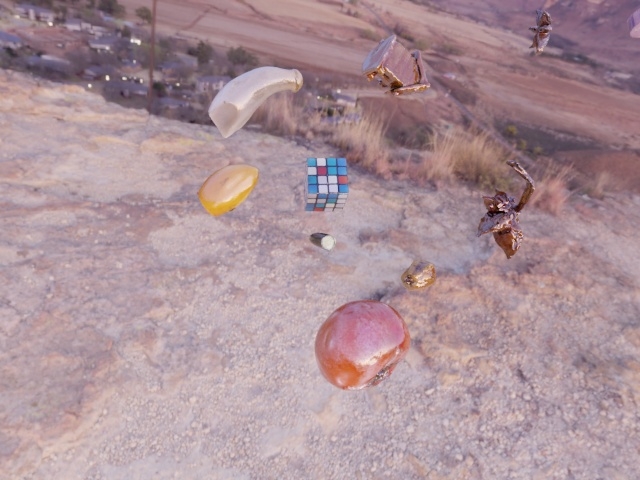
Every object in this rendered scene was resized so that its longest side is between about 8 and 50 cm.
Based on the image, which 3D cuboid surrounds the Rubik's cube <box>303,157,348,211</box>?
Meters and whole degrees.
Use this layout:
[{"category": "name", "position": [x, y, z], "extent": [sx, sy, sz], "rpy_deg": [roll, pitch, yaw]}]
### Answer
[{"category": "Rubik's cube", "position": [0.018, -0.206, 1.642], "extent": [0.151, 0.155, 0.154], "rpy_deg": [0, 68, -8]}]

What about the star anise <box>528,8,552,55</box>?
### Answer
[{"category": "star anise", "position": [0.682, -0.645, 1.353], "extent": [0.042, 0.141, 0.141], "rpy_deg": [1, 34, 7]}]

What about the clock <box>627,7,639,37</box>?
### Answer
[{"category": "clock", "position": [0.781, -0.504, 0.936], "extent": [0.198, 0.064, 0.172], "rpy_deg": [-6, -6, -17]}]

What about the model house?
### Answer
[{"category": "model house", "position": [0.283, -0.626, 1.650], "extent": [0.229, 0.219, 0.199], "rpy_deg": [37, -13, -17]}]

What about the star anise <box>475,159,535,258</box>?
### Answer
[{"category": "star anise", "position": [0.642, -0.110, 1.522], "extent": [0.237, 0.346, 0.148], "rpy_deg": [-17, 29, -32]}]

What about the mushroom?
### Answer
[{"category": "mushroom", "position": [-0.176, -0.394, 1.172], "extent": [0.270, 0.118, 0.103], "rpy_deg": [-34, 38, -1]}]

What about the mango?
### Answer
[{"category": "mango", "position": [-0.361, -0.219, 1.753], "extent": [0.257, 0.138, 0.187], "rpy_deg": [-40, 39, 3]}]

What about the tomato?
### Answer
[{"category": "tomato", "position": [0.092, 0.236, 1.026], "extent": [0.232, 0.232, 0.188], "rpy_deg": [-17, 52, -37]}]

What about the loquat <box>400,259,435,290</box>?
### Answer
[{"category": "loquat", "position": [0.371, 0.135, 1.668], "extent": [0.137, 0.137, 0.113], "rpy_deg": [-28, 93, -45]}]

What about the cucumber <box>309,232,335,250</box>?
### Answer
[{"category": "cucumber", "position": [0.000, 0.000, 1.336], "extent": [0.048, 0.048, 0.105], "rpy_deg": [-9, 13, -30]}]
